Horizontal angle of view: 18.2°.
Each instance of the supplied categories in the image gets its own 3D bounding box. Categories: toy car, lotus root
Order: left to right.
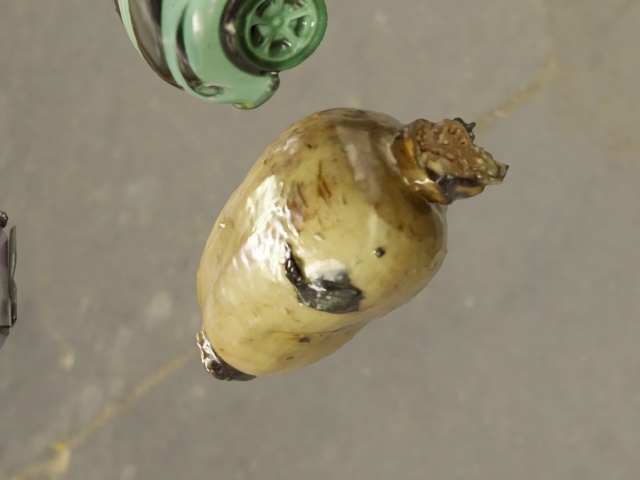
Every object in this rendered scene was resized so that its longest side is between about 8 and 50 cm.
[{"bbox_3d":[-0.067,-0.208,0.973,0.136,0.125,0.306,-128,39,-49],"label":"toy car"},{"bbox_3d":[0.000,0.000,1.345,0.257,0.140,0.154,-45,17,27],"label":"lotus root"}]

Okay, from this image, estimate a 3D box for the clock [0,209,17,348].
[{"bbox_3d":[-0.242,0.000,0.926,0.073,0.193,0.144,-60,18,15],"label":"clock"}]
